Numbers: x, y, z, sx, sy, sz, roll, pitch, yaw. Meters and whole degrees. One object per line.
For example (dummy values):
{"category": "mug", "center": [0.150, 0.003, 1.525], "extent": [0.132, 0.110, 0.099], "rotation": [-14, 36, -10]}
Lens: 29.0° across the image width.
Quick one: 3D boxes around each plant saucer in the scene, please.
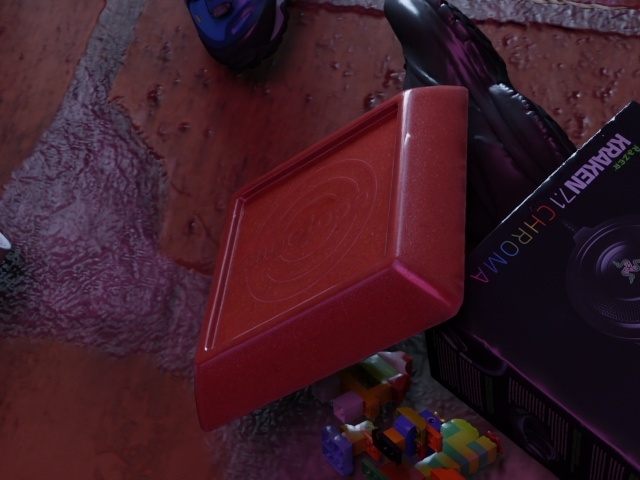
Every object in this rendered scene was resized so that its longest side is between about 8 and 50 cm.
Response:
{"category": "plant saucer", "center": [0.000, 0.000, 0.994], "extent": [0.258, 0.048, 0.259], "rotation": [-29, 35, 31]}

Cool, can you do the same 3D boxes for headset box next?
{"category": "headset box", "center": [0.262, 0.077, 0.914], "extent": [0.246, 0.131, 0.283], "rotation": [-41, 61, -17]}

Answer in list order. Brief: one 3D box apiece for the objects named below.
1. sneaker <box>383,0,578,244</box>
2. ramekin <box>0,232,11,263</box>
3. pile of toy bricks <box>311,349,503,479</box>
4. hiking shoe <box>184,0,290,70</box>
{"category": "sneaker", "center": [0.114, -0.117, 1.091], "extent": [0.130, 0.109, 0.286], "rotation": [-41, 51, 17]}
{"category": "ramekin", "center": [-0.402, -0.008, 1.140], "extent": [0.207, 0.207, 0.109], "rotation": [33, 88, 27]}
{"category": "pile of toy bricks", "center": [0.093, 0.173, 0.971], "extent": [0.105, 0.118, 0.212], "rotation": [-23, 39, -27]}
{"category": "hiking shoe", "center": [-0.125, -0.303, 1.210], "extent": [0.113, 0.132, 0.304], "rotation": [-29, 66, 29]}
